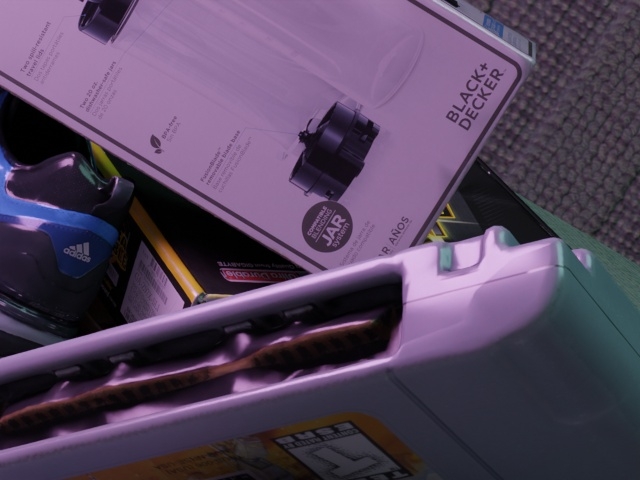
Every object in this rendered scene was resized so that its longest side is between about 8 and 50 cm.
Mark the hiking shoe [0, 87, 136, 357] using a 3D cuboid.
[{"bbox_3d":[-0.194,-0.046,1.123,0.113,0.132,0.304,25,14,-43],"label":"hiking shoe"}]

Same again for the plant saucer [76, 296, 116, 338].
[{"bbox_3d":[-0.079,0.084,1.154,0.199,0.036,0.198,34,11,-7],"label":"plant saucer"}]

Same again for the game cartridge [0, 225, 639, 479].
[{"bbox_3d":[-0.004,0.091,0.707,0.198,0.297,0.062,48,37,-41],"label":"game cartridge"}]

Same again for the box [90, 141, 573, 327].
[{"bbox_3d":[0.000,0.000,1.191,0.322,0.079,0.257,4,28,-33],"label":"box"}]

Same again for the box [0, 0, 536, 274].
[{"bbox_3d":[-0.046,-0.110,1.026,0.290,0.169,0.087,30,15,-1],"label":"box"}]
